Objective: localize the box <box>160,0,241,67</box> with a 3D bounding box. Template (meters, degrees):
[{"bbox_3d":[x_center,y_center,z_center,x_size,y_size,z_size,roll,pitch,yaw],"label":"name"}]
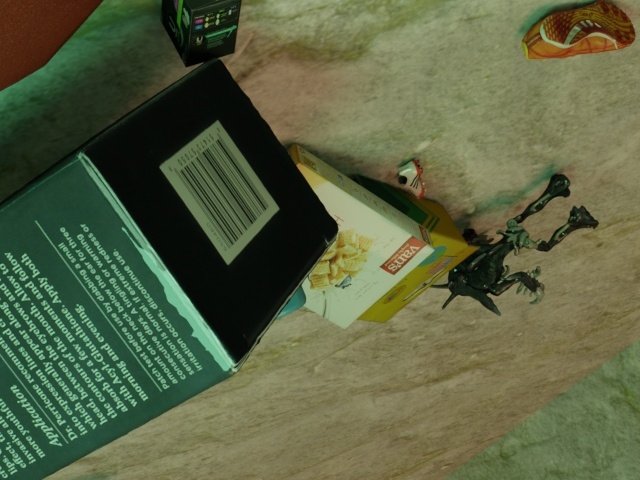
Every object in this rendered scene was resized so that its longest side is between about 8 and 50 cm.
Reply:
[{"bbox_3d":[-0.109,-0.210,1.191,0.052,0.062,0.083,-20,155,-20],"label":"box"}]

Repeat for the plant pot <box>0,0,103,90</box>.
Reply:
[{"bbox_3d":[-0.242,-0.227,0.792,0.267,0.267,0.236,-42,167,24],"label":"plant pot"}]

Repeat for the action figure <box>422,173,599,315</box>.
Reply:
[{"bbox_3d":[0.289,0.024,2.017,0.276,0.164,0.141,-35,152,-3],"label":"action figure"}]

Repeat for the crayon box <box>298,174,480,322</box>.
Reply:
[{"bbox_3d":[0.070,0.022,1.844,0.202,0.081,0.318,-39,155,19],"label":"crayon box"}]

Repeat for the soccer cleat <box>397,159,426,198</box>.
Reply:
[{"bbox_3d":[0.122,-0.080,1.771,0.036,0.029,0.083,-20,153,-2],"label":"soccer cleat"}]

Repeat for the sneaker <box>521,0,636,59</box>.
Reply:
[{"bbox_3d":[0.320,-0.258,1.627,0.175,0.064,0.067,-7,168,-34],"label":"sneaker"}]

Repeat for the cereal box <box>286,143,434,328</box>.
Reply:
[{"bbox_3d":[0.000,0.000,1.632,0.240,0.047,0.173,31,119,-31],"label":"cereal box"}]

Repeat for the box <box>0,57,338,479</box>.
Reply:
[{"bbox_3d":[-0.227,0.052,1.178,0.395,0.212,0.293,-30,-170,27],"label":"box"}]

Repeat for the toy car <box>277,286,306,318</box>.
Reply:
[{"bbox_3d":[-0.155,0.003,1.466,0.210,0.219,0.238,-24,-176,-13],"label":"toy car"}]
